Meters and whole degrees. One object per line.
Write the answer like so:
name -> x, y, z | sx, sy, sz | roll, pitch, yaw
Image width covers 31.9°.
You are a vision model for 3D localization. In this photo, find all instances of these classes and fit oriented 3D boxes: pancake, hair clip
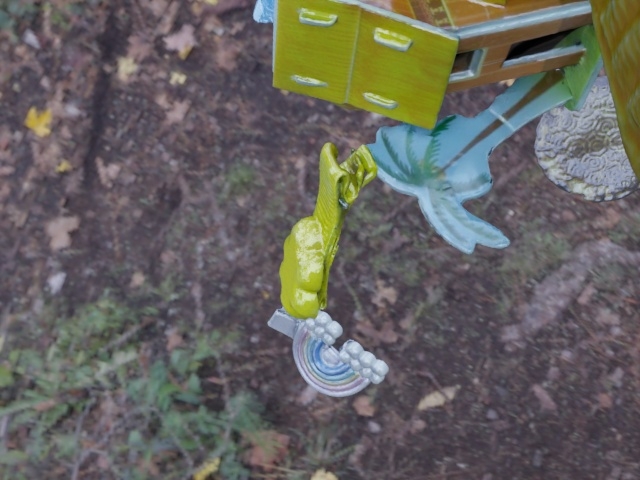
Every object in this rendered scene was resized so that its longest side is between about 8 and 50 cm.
pancake -> 0.417, -0.149, 1.660 | 0.199, 0.021, 0.199 | 1, 104, 6
hair clip -> 0.000, 0.000, 0.965 | 0.072, 0.046, 0.173 | -110, 34, -46
hair clip -> 0.006, 0.185, 1.893 | 0.220, 0.054, 0.140 | 42, 126, 12

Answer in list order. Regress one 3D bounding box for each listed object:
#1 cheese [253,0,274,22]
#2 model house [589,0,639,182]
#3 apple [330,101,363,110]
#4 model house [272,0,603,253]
cheese -> 0.028, -0.352, 1.710 | 0.052, 0.244, 0.135 | -117, 46, -74
model house -> 0.238, -0.131, 0.615 | 0.173, 0.268, 0.239 | 24, 81, 6
apple -> 0.074, -0.360, 2.113 | 0.237, 0.207, 0.237 | 2, 102, 8
model house -> 0.126, -0.193, 1.036 | 0.323, 0.300, 0.340 | -13, 66, -9
